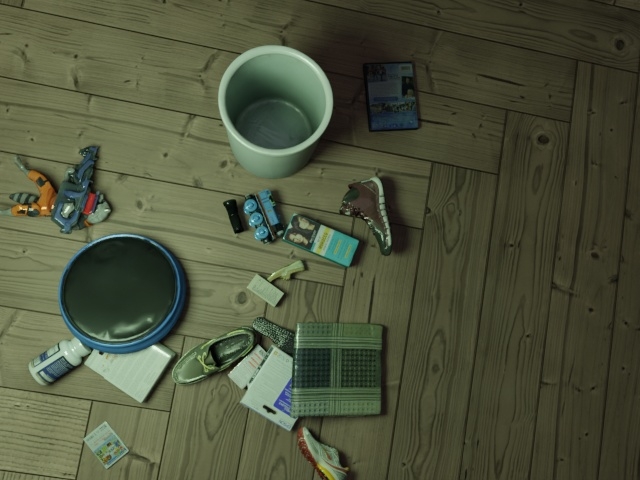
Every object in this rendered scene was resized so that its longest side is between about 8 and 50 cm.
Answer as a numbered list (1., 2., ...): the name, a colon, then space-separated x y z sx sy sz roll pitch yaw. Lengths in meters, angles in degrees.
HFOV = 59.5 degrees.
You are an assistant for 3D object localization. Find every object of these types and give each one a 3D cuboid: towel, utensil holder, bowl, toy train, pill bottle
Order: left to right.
1. pill bottle: -0.816 0.373 1.764 0.169 0.094 0.094 -33 89 -7
2. bowl: -0.628 0.159 1.777 0.391 0.077 0.391 3 71 -8
3. toy train: -0.190 -0.080 1.893 0.105 0.080 0.184 -23 87 -14
4. utensil holder: -0.146 -0.383 1.774 0.327 0.385 0.328 1 85 -6
5. towel: 0.058 0.428 1.860 0.324 0.056 0.312 5 81 -19

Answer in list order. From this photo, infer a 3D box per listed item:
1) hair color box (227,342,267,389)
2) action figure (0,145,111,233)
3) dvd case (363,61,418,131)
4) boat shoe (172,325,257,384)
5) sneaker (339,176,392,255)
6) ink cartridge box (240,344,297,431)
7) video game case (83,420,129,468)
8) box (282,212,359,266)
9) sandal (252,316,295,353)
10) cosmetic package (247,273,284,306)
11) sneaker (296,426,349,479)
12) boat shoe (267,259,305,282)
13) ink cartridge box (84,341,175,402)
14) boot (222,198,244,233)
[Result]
1. hair color box: -0.233 0.416 1.853 0.141 0.043 0.072 -44 91 -8
2. action figure: -0.837 -0.156 1.817 0.330 0.178 0.341 20 55 -11
3. dvd case: 0.252 -0.519 2.016 0.180 0.022 0.253 -4 85 -6
4. boat shoe: -0.347 0.374 1.819 0.305 0.091 0.109 -29 88 -9
5. sneaker: 0.151 -0.074 1.928 0.162 0.106 0.282 -9 75 -1
6. ink cartridge box: -0.129 0.484 1.833 0.206 0.045 0.208 37 78 -17
7. video game case: -0.686 0.655 1.793 0.087 0.011 0.122 -39 89 -9
8. box: 0.000 0.000 1.913 0.244 0.060 0.101 23 82 -4
9. sandal: -0.146 0.316 1.880 0.179 0.040 0.067 31 76 12
10. cosmetic package: -0.186 0.168 1.885 0.115 0.041 0.060 37 82 -1
11. sneaker: 0.005 0.703 1.840 0.092 0.088 0.225 -37 89 -29
12. boat shoe: -0.114 0.112 1.894 0.135 0.050 0.045 -27 82 -8
13. ink cartridge box: -0.612 0.383 1.803 0.224 0.056 0.181 33 89 3
14. boot: -0.287 -0.078 1.862 0.045 0.121 0.099 -16 80 -5
